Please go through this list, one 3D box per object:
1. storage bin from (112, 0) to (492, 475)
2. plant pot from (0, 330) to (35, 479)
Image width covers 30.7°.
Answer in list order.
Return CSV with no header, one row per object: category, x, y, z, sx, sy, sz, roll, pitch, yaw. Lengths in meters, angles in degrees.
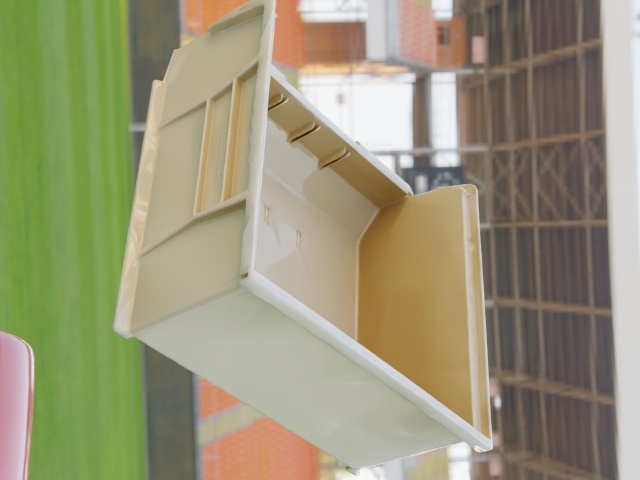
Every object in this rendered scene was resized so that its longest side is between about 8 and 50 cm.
storage bin,0.000,0.000,0.850,0.262,0.123,0.260,37,42,-38
plant pot,-0.324,0.206,0.812,0.275,0.275,0.243,110,-29,-72
